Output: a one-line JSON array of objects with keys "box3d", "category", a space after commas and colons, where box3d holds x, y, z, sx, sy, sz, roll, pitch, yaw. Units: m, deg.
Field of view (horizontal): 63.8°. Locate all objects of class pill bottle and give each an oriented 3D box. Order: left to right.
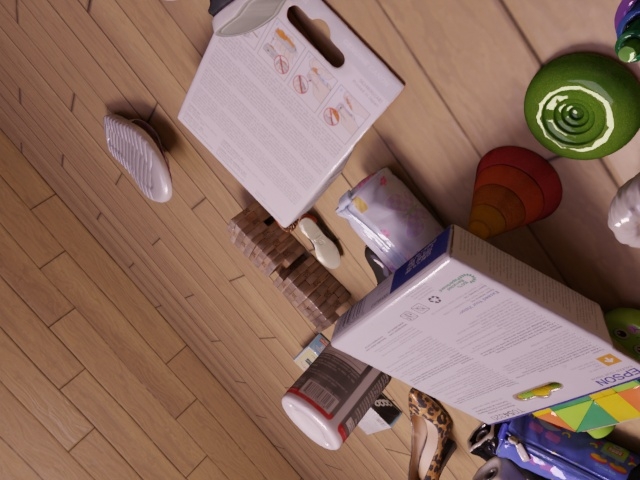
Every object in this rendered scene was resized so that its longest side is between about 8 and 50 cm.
[{"box3d": [0.061, 0.304, 1.149, 0.161, 0.283, 0.161, 32, 148, 23], "category": "pill bottle"}]

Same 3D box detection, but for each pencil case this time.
[{"box3d": [0.146, 0.009, 0.850, 0.273, 0.124, 0.113, 50, 151, -3], "category": "pencil case"}, {"box3d": [0.461, 0.393, 0.903, 0.306, 0.133, 0.120, 22, 102, 35], "category": "pencil case"}]

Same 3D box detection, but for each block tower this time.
[{"box3d": [-0.075, 0.062, 1.231, 0.335, 0.097, 0.091, 47, 150, 4], "category": "block tower"}]

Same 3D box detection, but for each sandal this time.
[{"box3d": [-0.470, -0.247, 1.369, 0.416, 0.102, 0.169, 40, 137, 37], "category": "sandal"}]

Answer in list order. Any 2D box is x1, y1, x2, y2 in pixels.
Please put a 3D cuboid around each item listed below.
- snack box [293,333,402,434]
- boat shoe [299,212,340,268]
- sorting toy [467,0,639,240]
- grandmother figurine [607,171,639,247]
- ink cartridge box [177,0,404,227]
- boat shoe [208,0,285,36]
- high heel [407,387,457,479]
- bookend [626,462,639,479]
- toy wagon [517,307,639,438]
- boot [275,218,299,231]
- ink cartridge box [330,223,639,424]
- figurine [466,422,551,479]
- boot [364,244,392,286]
[{"box3d": [0.071, 0.426, 1.510, 0.322, 0.060, 0.187, 44, 150, 6], "category": "snack box"}, {"box3d": [0.000, 0.000, 1.110, 0.137, 0.049, 0.043, 54, -168, -16], "category": "boat shoe"}, {"box3d": [0.255, -0.104, 0.574, 0.127, 0.126, 0.366, 40, 150, 13], "category": "sorting toy"}, {"box3d": [0.434, -0.043, 0.448, 0.342, 0.104, 0.208, -7, 113, 52], "category": "grandmother figurine"}, {"box3d": [-0.061, -0.244, 0.889, 0.308, 0.091, 0.385, 46, 134, 2], "category": "ink cartridge box"}, {"box3d": [-0.056, -0.365, 0.668, 0.302, 0.114, 0.091, -11, 101, 40], "category": "boat shoe"}, {"box3d": [0.240, 0.501, 1.255, 0.093, 0.186, 0.261, 3, 129, 51], "category": "high heel"}, {"box3d": [0.514, 0.341, 0.751, 0.072, 0.156, 0.157, 31, 150, 27], "category": "bookend"}, {"box3d": [0.396, 0.180, 0.790, 0.267, 0.068, 0.344, 41, 150, 9], "category": "toy wagon"}, {"box3d": [-0.100, -0.092, 1.117, 0.084, 0.059, 0.158, 8, 125, 52], "category": "boot"}, {"box3d": [0.229, 0.149, 0.766, 0.330, 0.071, 0.324, 28, 141, -12], "category": "ink cartridge box"}, {"box3d": [0.413, 0.499, 1.044, 0.209, 0.215, 0.092, 39, 107, 1], "category": "figurine"}, {"box3d": [0.125, 0.113, 0.988, 0.198, 0.137, 0.077, 51, 150, -6], "category": "boot"}]
